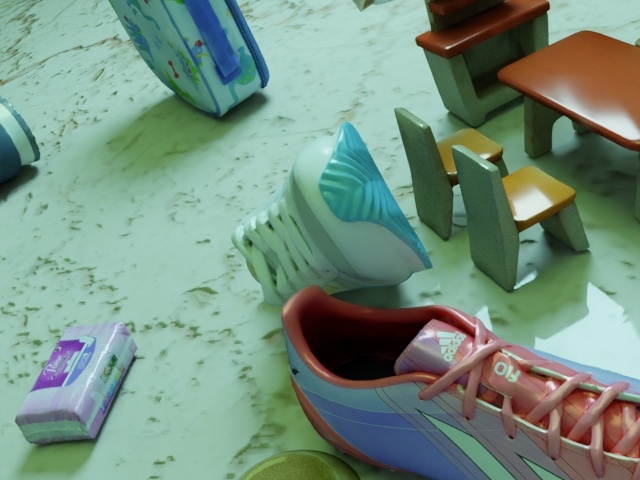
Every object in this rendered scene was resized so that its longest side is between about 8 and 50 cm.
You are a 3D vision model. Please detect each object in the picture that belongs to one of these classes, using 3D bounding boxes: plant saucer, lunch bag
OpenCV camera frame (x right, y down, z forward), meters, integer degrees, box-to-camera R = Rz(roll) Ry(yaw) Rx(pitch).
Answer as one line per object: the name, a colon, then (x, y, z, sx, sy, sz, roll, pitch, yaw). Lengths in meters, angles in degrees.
plant saucer: (-0.018, 0.136, 0.381, 0.083, 0.015, 0.083, -14, 35, 10)
lunch bag: (-0.148, -0.242, 0.785, 0.090, 0.219, 0.176, -38, 37, -14)

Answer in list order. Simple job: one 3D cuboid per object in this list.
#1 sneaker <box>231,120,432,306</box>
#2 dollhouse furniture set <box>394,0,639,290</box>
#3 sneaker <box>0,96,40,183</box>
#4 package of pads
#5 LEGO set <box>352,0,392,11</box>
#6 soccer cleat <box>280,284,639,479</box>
sneaker: (0.000, 0.000, 0.435, 0.092, 0.087, 0.229, -28, -5, -4)
dollhouse furniture set: (0.169, -0.126, 0.538, 0.262, 0.135, 0.259, -27, 35, -10)
sneaker: (-0.461, -0.114, 0.864, 0.319, 0.112, 0.131, 11, 44, 40)
package of pads: (-0.159, 0.093, 0.497, 0.050, 0.032, 0.083, -7, 37, 16)
LEGO set: (0.129, -0.276, 0.521, 0.287, 0.107, 0.132, -24, 21, 15)
soccer cleat: (0.088, 0.076, 0.338, 0.248, 0.095, 0.083, 7, 46, 36)
